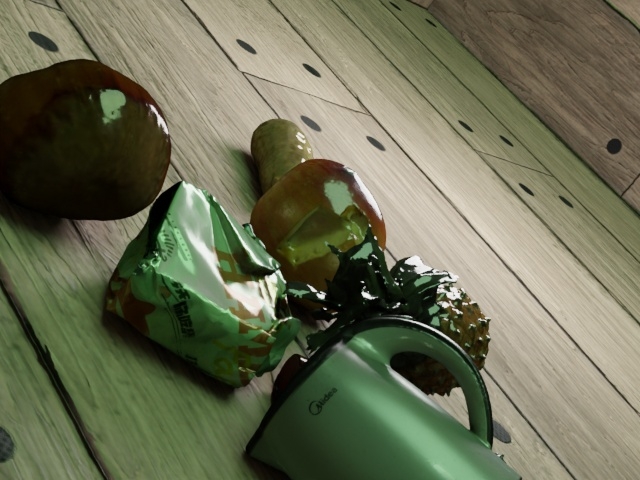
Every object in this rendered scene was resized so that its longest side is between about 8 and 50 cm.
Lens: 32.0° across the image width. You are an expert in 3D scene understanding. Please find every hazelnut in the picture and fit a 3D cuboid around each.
[{"bbox_3d":[-0.265,-0.120,1.237,0.210,0.186,0.210,9,72,-28],"label":"hazelnut"}]

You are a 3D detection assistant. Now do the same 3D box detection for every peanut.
[{"bbox_3d":[-0.053,-0.114,1.688,0.099,0.099,0.214,29,21,-22],"label":"peanut"}]

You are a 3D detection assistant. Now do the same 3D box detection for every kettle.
[{"bbox_3d":[0.076,0.196,1.108,0.236,0.221,0.161,40,-7,14],"label":"kettle"}]

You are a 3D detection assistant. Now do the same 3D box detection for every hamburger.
[{"bbox_3d":[-0.119,0.047,1.221,0.214,0.125,0.235,39,23,-23],"label":"hamburger"}]

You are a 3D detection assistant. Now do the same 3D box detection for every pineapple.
[{"bbox_3d":[0.093,0.091,1.308,0.165,0.165,0.364,49,7,27],"label":"pineapple"}]

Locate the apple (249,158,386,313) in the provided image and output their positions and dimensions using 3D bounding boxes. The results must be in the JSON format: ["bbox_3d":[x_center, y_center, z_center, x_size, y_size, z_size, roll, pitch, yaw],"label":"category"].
[{"bbox_3d":[0.000,0.000,1.439,0.199,0.199,0.199,32,22,-15],"label":"apple"}]

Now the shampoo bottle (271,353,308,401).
[{"bbox_3d":[0.068,0.210,1.258,0.260,0.064,0.102,30,23,-18],"label":"shampoo bottle"}]
